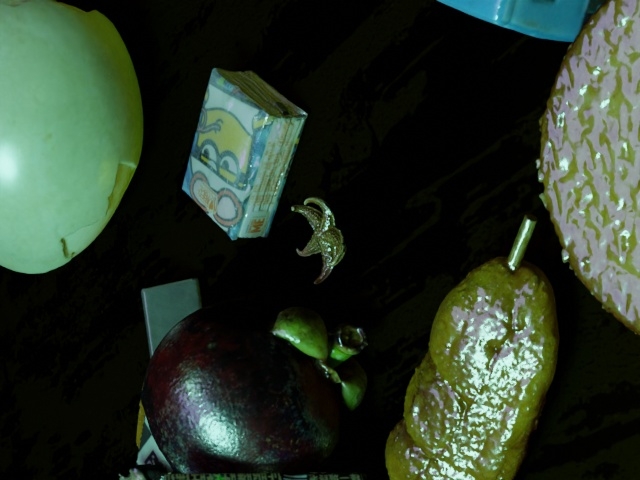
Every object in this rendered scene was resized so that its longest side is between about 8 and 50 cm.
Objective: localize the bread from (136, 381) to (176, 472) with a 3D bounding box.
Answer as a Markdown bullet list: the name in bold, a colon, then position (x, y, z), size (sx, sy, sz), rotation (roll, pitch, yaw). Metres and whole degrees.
- **bread**: position (-0.190, 0.227, 1.471), size (0.090, 0.035, 0.094), rotation (24, 112, 46)

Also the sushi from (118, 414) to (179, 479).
- **sushi**: position (-0.165, 0.401, 1.410), size (0.294, 0.059, 0.292), rotation (28, 118, 37)

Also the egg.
- **egg**: position (-0.354, -0.130, 1.445), size (0.278, 0.278, 0.336), rotation (10, 101, 49)

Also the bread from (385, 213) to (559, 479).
- **bread**: position (0.137, 0.133, 1.035), size (0.124, 0.084, 0.344), rotation (25, 114, 22)

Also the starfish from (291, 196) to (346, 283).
- **starfish**: position (0.000, 0.000, 1.227), size (0.078, 0.028, 0.091), rotation (6, 101, 56)

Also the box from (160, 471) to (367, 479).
- **box**: position (-0.075, 0.343, 1.164), size (0.310, 0.198, 0.084), rotation (107, 160, -45)

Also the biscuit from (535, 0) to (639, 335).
- **biscuit**: position (0.291, -0.057, 0.834), size (0.305, 0.038, 0.305), rotation (7, 101, 37)

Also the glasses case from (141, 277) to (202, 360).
- **glasses case**: position (-0.164, 0.144, 1.405), size (0.042, 0.072, 0.191), rotation (66, -165, -82)

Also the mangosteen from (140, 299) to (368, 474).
- **mangosteen**: position (-0.066, 0.149, 1.179), size (0.216, 0.216, 0.216), rotation (7, 99, 50)

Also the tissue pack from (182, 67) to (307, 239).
- **tissue pack**: position (-0.086, -0.094, 1.291), size (0.115, 0.065, 0.155), rotation (43, 124, 40)

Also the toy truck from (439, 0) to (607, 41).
- **toy truck**: position (0.188, -0.343, 0.864), size (0.161, 0.162, 0.385), rotation (37, 121, 43)
